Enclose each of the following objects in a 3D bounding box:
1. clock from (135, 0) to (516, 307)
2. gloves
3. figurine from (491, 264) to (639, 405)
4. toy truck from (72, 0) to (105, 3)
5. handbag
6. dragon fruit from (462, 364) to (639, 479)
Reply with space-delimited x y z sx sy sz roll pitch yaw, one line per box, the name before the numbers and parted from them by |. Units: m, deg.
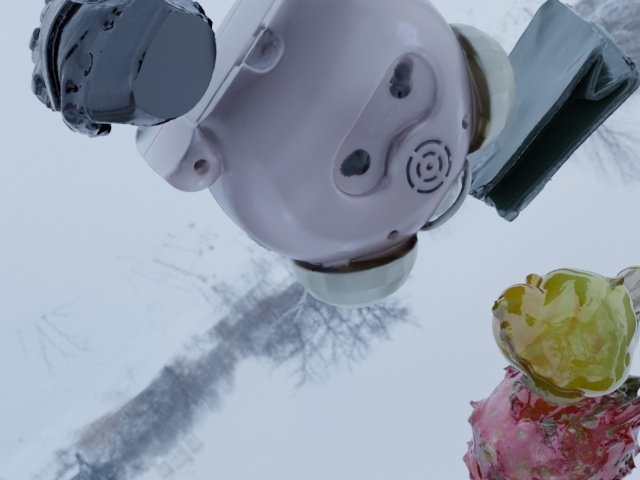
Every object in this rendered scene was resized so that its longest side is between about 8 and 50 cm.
clock | 0.025 -0.120 0.765 0.342 0.326 0.184 -54 -144 6
gloves | -0.182 -0.150 0.607 0.164 0.203 0.124 -58 146 -37
figurine | 0.269 0.079 0.725 0.246 0.131 0.156 -17 156 -30
toy truck | -0.147 -0.180 0.254 0.363 0.176 0.178 -36 177 -18
handbag | 0.286 -0.182 1.000 0.260 0.079 0.247 -52 -163 27
dragon fruit | 0.306 0.246 0.942 0.205 0.210 0.268 -4 150 -48
